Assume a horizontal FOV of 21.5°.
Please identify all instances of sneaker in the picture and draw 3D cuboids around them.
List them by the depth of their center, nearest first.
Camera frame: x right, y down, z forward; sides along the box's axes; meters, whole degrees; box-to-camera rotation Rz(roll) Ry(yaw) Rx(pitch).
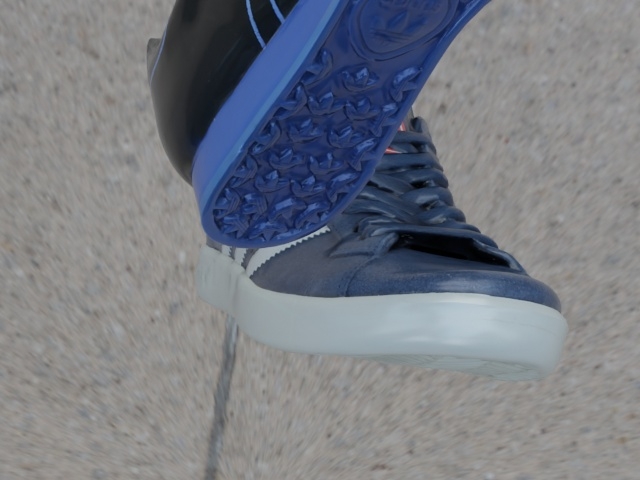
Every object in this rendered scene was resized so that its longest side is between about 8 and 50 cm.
[{"bbox_3d":[0.018,-0.103,0.512,0.232,0.081,0.090,-48,51,28],"label":"sneaker"},{"bbox_3d":[0.020,-0.020,0.844,0.131,0.350,0.148,11,92,-22],"label":"sneaker"}]
